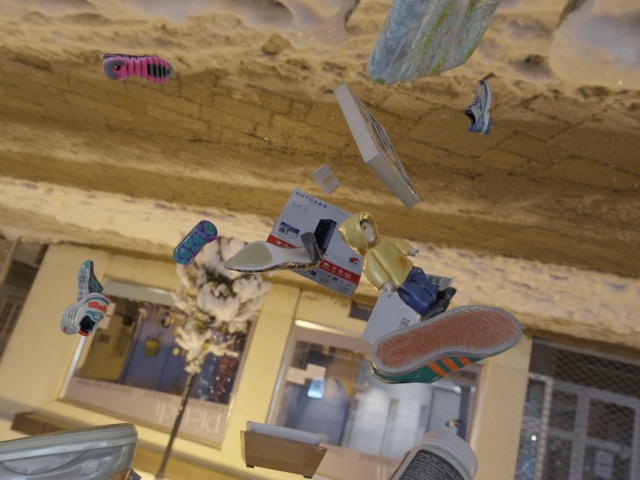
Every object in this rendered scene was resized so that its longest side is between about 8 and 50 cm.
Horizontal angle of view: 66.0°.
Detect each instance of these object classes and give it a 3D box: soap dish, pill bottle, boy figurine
[{"bbox_3d":[-0.122,0.600,1.425,0.229,0.118,0.291,14,158,-7],"label":"soap dish"},{"bbox_3d":[0.275,0.686,1.310,0.204,0.204,0.361,2,-158,38],"label":"pill bottle"},{"bbox_3d":[0.163,0.047,1.084,0.285,0.177,0.092,46,135,5],"label":"boy figurine"}]

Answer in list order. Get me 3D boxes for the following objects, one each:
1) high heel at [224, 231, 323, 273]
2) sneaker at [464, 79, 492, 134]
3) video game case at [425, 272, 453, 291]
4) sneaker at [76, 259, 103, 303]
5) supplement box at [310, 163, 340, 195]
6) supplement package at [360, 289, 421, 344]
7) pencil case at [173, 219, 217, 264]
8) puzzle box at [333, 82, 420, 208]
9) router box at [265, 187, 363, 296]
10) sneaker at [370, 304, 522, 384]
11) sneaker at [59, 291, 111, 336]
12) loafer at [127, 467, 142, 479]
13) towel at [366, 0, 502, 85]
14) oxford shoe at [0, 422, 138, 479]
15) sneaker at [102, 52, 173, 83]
[{"bbox_3d":[-0.121,0.066,1.374,0.261,0.093,0.186,-16,154,1],"label":"high heel"},{"bbox_3d":[0.387,-0.329,1.212,0.058,0.135,0.052,0,179,2],"label":"sneaker"},{"bbox_3d":[0.380,0.177,1.743,0.143,0.157,0.019,10,131,25],"label":"video game case"},{"bbox_3d":[-0.737,0.145,1.587,0.065,0.166,0.076,5,-178,38],"label":"sneaker"},{"bbox_3d":[0.020,-0.223,1.804,0.098,0.062,0.036,54,161,-14],"label":"supplement box"},{"bbox_3d":[0.271,0.268,1.566,0.149,0.194,0.203,22,176,42],"label":"supplement package"},{"bbox_3d":[-0.348,0.009,1.369,0.065,0.070,0.152,-10,155,-51],"label":"pencil case"},{"bbox_3d":[0.181,-0.317,1.612,0.052,0.408,0.272,-34,135,20],"label":"puzzle box"},{"bbox_3d":[0.000,0.000,1.718,0.336,0.301,0.082,24,137,-3],"label":"router box"},{"bbox_3d":[0.246,0.215,0.988,0.302,0.108,0.121,-12,145,-3],"label":"sneaker"},{"bbox_3d":[-0.505,0.173,1.035,0.161,0.075,0.057,-32,128,26],"label":"sneaker"},{"bbox_3d":[-0.459,0.520,1.148,0.039,0.125,0.045,-28,-161,-29],"label":"loafer"},{"bbox_3d":[0.247,-0.450,0.881,0.090,0.374,0.320,36,128,18],"label":"towel"},{"bbox_3d":[-0.549,0.418,0.877,0.450,0.130,0.169,-7,167,2],"label":"oxford shoe"},{"bbox_3d":[-0.314,-0.301,0.844,0.119,0.047,0.057,-7,-142,-36],"label":"sneaker"}]
